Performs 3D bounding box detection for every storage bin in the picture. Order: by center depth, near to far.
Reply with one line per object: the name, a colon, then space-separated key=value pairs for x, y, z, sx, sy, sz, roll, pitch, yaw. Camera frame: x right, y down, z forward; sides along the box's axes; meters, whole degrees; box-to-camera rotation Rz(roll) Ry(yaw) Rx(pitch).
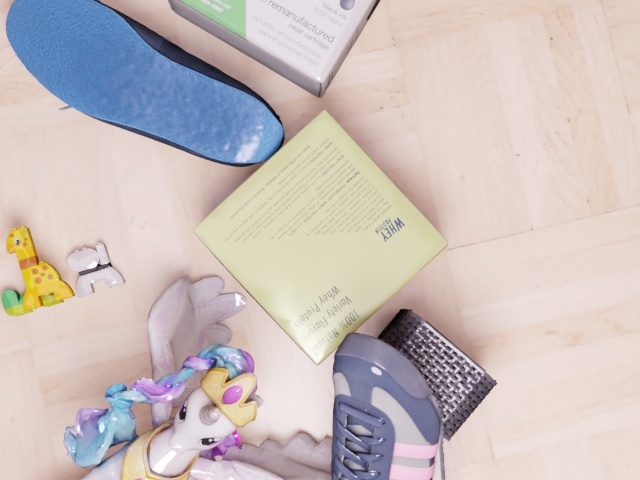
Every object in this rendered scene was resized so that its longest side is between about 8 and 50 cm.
storage bin: x=0.115 y=0.145 z=1.445 sx=0.122 sy=0.180 sz=0.084 roll=40 pitch=89 yaw=2

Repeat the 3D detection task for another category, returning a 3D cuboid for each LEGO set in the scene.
LEGO set: x=-0.350 y=0.038 z=1.497 sx=0.227 sy=0.087 sz=0.093 roll=-17 pitch=88 yaw=-2

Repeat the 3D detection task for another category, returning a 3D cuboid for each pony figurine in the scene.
pony figurine: x=-0.148 y=0.227 z=1.392 sx=0.363 sy=0.351 sz=0.303 roll=-45 pitch=84 yaw=17

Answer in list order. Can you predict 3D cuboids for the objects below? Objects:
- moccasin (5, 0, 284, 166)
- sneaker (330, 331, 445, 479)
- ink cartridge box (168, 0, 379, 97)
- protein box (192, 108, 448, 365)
moccasin: x=-0.201 y=-0.170 z=1.494 sx=0.342 sy=0.117 sz=0.137 roll=33 pitch=96 yaw=5
sneaker: x=0.055 y=0.232 z=1.338 sx=0.112 sy=0.319 sz=0.131 roll=20 pitch=53 yaw=32
ink cartridge box: x=-0.015 y=-0.344 z=1.496 sx=0.211 sy=0.121 sz=0.289 roll=30 pitch=87 yaw=1
protein box: x=0.000 y=0.000 z=1.474 sx=0.200 sy=0.136 sz=0.201 roll=-43 pitch=88 yaw=-3
